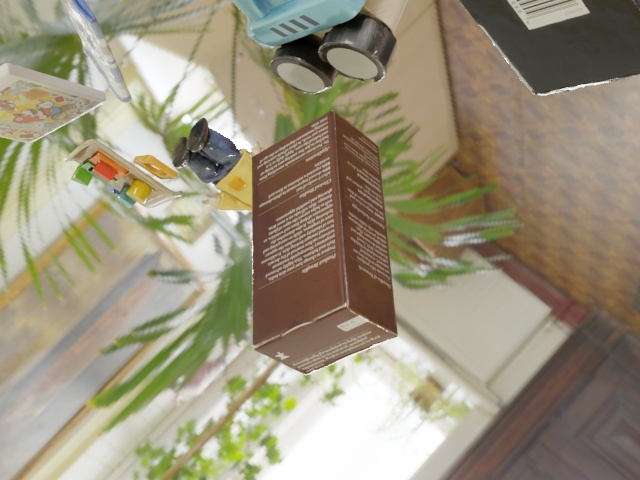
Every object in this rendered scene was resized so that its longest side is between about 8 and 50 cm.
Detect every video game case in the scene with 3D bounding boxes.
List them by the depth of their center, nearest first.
[{"bbox_3d":[-0.531,-0.236,1.727,0.227,0.206,0.026,8,-116,-58],"label":"video game case"}]

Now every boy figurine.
[{"bbox_3d":[-0.152,-0.110,1.880,0.285,0.177,0.092,37,-153,-29],"label":"boy figurine"}]

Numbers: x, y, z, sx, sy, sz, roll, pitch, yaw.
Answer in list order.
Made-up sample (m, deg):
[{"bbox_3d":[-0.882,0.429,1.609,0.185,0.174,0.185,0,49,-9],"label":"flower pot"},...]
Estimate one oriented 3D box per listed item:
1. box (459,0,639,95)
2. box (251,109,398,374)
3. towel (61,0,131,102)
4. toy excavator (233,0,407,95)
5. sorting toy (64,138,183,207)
[{"bbox_3d":[0.417,-0.580,1.584,0.480,0.471,0.297,43,151,-28],"label":"box"},{"bbox_3d":[0.000,0.000,1.577,0.143,0.191,0.381,34,-138,-39],"label":"box"},{"bbox_3d":[-0.494,-0.439,2.102,0.209,0.034,0.285,53,168,26],"label":"towel"},{"bbox_3d":[-0.039,-0.430,1.366,0.445,0.222,0.433,31,162,-29],"label":"toy excavator"},{"bbox_3d":[-0.364,-0.107,1.776,0.196,0.047,0.348,31,163,-19],"label":"sorting toy"}]
